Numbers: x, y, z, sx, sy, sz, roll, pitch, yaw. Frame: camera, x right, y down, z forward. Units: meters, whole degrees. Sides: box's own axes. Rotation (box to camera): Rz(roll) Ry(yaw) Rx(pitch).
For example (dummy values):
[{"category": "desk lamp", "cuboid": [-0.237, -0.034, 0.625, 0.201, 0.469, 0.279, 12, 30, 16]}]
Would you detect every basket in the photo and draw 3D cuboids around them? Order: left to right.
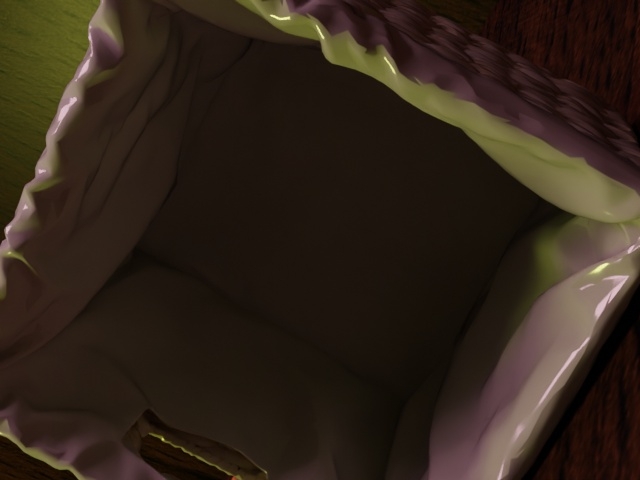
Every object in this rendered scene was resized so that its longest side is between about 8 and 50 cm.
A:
[{"category": "basket", "cuboid": [0.000, 0.000, 0.816, 0.331, 0.328, 0.266, -62, 1, 21]}]

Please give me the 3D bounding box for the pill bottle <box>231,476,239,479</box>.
[{"category": "pill bottle", "cuboid": [-0.103, 0.359, 1.273, 0.246, 0.130, 0.130, -63, 3, 3]}]
